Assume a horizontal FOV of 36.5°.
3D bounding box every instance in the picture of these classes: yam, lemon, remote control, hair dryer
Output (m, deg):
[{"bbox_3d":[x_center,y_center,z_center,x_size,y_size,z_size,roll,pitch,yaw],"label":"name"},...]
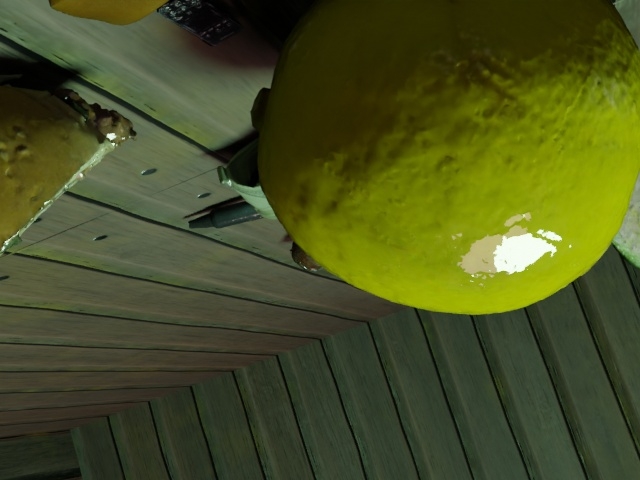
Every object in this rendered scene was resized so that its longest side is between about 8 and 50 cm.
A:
[{"bbox_3d":[0.001,0.002,1.663,0.079,0.079,0.141,-13,166,-21],"label":"yam"},{"bbox_3d":[0.111,-0.096,0.848,0.348,0.348,0.348,-17,167,-4],"label":"lemon"},{"bbox_3d":[-0.102,-0.192,0.828,0.039,0.014,0.096,-23,166,20],"label":"remote control"},{"bbox_3d":[-0.093,-0.050,1.370,0.194,0.050,0.173,-11,163,-6],"label":"hair dryer"}]

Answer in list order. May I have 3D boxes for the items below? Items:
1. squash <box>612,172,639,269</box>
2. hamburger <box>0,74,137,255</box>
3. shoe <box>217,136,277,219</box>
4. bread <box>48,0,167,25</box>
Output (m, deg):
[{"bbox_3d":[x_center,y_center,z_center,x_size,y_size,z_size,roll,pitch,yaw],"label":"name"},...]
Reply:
[{"bbox_3d":[0.647,-0.130,1.622,0.309,0.310,0.310,-30,172,-20],"label":"squash"},{"bbox_3d":[-0.329,-0.044,0.818,0.282,0.245,0.155,-58,-161,-4],"label":"hamburger"},{"bbox_3d":[-0.001,-0.110,1.139,0.275,0.103,0.098,-28,151,29],"label":"shoe"},{"bbox_3d":[-0.086,-0.221,0.647,0.226,0.049,0.088,-26,165,28],"label":"bread"}]
